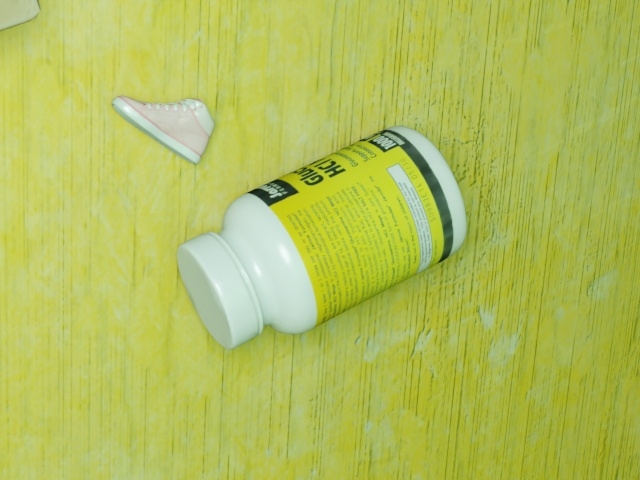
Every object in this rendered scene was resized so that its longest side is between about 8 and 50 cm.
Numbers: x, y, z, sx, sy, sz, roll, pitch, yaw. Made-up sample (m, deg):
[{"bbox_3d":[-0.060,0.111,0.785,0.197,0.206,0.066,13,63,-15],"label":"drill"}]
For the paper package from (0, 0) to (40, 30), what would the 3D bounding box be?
[{"bbox_3d":[-0.463,-0.320,1.074,0.309,0.168,0.325,-26,115,-22],"label":"paper package"}]

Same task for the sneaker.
[{"bbox_3d":[-0.182,-0.152,1.352,0.134,0.051,0.070,33,86,-36],"label":"sneaker"}]

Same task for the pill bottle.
[{"bbox_3d":[0.000,0.000,1.417,0.334,0.188,0.188,-26,116,-21],"label":"pill bottle"}]
